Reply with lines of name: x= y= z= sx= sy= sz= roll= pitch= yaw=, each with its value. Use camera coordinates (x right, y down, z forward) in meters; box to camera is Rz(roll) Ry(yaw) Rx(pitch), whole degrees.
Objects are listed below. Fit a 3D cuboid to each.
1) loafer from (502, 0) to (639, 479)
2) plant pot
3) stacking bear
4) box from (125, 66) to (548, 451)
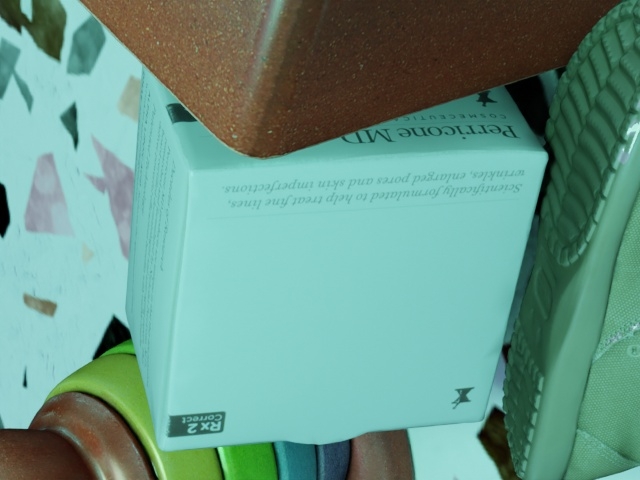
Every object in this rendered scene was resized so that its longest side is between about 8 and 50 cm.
loafer: x=0.153 y=0.004 z=0.799 sx=0.102 sy=0.092 sz=0.268 roll=-102 pitch=18 yaw=-54
plant pot: x=0.015 y=-0.231 z=0.738 sx=0.267 sy=0.267 sz=0.235 roll=45 pitch=133 yaw=26
stacking bear: x=-0.104 y=0.139 z=0.962 sx=0.175 sy=0.289 sz=0.164 roll=17 pitch=114 yaw=41
box: x=0.000 y=0.000 z=0.858 sx=0.119 sy=0.181 sz=0.182 roll=-114 pitch=26 yaw=-49
